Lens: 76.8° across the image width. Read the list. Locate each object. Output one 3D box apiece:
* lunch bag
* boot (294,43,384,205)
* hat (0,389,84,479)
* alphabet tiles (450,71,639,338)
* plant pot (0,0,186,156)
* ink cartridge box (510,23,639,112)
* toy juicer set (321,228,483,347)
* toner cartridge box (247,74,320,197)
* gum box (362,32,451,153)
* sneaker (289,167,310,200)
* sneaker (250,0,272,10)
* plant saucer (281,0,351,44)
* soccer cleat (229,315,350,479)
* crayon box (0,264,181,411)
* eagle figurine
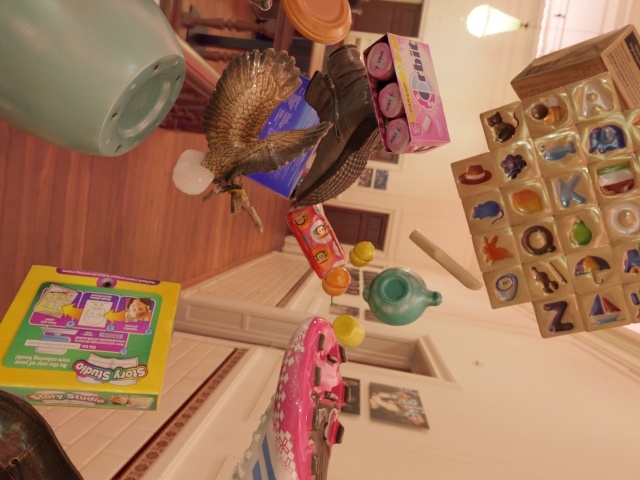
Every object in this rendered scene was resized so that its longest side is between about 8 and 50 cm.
[{"bbox_3d":[0.000,0.000,1.243,0.258,0.120,0.293,60,4,-9],"label":"lunch bag"},{"bbox_3d":[0.022,-0.250,0.932,0.118,0.223,0.338,-7,152,-51],"label":"boot"},{"bbox_3d":[-0.425,0.322,0.406,0.134,0.331,0.331,141,-39,-70],"label":"hat"},{"bbox_3d":[0.357,-0.043,0.567,0.011,0.285,0.343,-13,87,-73],"label":"alphabet tiles"},{"bbox_3d":[-0.341,-0.261,0.566,0.293,0.235,0.293,-51,-172,9],"label":"plant pot"},{"bbox_3d":[0.523,-0.285,0.796,0.088,0.193,0.234,-44,-164,-1],"label":"ink cartridge box"},{"bbox_3d":[0.158,0.088,0.904,0.089,0.329,0.209,54,14,-60],"label":"toy juicer set"},{"bbox_3d":[-0.090,-0.315,1.237,0.348,0.165,0.075,-62,-178,-1],"label":"toner cartridge box"},{"bbox_3d":[0.147,-0.236,0.681,0.062,0.107,0.189,-16,-95,51],"label":"gum box"},{"bbox_3d":[-0.011,-0.188,1.421,0.104,0.261,0.125,40,51,-58],"label":"sneaker"},{"bbox_3d":[-0.171,-0.559,0.862,0.064,0.192,0.086,-43,157,-5],"label":"sneaker"},{"bbox_3d":[-0.002,-0.602,1.028,0.037,0.199,0.200,-18,-122,61],"label":"plant saucer"},{"bbox_3d":[-0.050,0.253,0.467,0.116,0.143,0.331,41,48,-56],"label":"soccer cleat"},{"bbox_3d":[-0.552,0.232,0.982,0.313,0.362,0.106,-95,-158,-43],"label":"crayon box"},{"bbox_3d":[-0.135,-0.193,0.796,0.298,0.226,0.225,-48,-164,49],"label":"eagle figurine"}]
